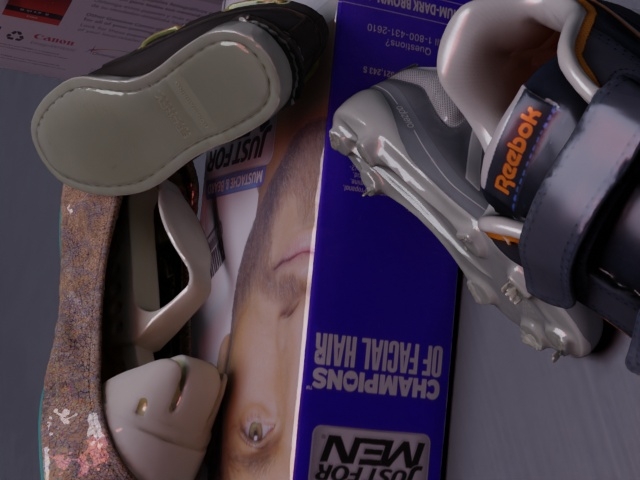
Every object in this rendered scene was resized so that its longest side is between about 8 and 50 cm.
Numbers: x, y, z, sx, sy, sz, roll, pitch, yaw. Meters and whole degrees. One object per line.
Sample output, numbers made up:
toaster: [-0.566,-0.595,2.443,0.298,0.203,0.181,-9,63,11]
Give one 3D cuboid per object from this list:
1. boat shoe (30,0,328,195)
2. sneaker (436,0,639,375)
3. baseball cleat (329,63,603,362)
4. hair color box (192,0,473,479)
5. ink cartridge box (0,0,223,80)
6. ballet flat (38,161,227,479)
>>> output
boat shoe: [-0.088,-0.086,0.928,0.228,0.069,0.081,-14,111,43]
sneaker: [0.148,-0.007,0.653,0.126,0.127,0.321,-67,31,24]
baseball cleat: [0.097,-0.030,0.821,0.206,0.109,0.072,46,161,26]
hair color box: [0.000,0.000,0.969,0.185,0.110,0.338,-8,77,63]
ink cartridge box: [-0.146,-0.237,1.106,0.272,0.309,0.130,-44,44,50]
ballet flat: [-0.113,0.068,0.954,0.106,0.107,0.316,-24,58,30]
